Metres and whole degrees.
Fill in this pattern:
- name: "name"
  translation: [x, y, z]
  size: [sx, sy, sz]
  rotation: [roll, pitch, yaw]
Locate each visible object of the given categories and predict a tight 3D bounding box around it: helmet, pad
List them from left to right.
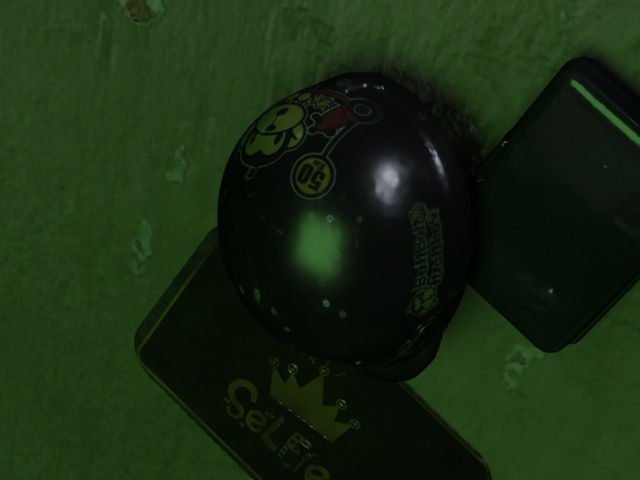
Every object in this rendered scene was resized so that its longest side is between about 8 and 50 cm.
- name: "pad"
  translation: [-0.047, 0.202, 1.530]
  size: [0.375, 0.063, 0.315]
  rotation: [44, 130, 7]
- name: "helmet"
  translation: [0.000, 0.000, 1.296]
  size: [0.230, 0.160, 0.279]
  rotation: [22, 116, 43]

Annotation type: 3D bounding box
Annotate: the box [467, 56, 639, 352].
- name: "box"
  translation: [0.203, -0.024, 1.252]
  size: [0.160, 0.050, 0.230]
  rotation: [43, 131, 7]
